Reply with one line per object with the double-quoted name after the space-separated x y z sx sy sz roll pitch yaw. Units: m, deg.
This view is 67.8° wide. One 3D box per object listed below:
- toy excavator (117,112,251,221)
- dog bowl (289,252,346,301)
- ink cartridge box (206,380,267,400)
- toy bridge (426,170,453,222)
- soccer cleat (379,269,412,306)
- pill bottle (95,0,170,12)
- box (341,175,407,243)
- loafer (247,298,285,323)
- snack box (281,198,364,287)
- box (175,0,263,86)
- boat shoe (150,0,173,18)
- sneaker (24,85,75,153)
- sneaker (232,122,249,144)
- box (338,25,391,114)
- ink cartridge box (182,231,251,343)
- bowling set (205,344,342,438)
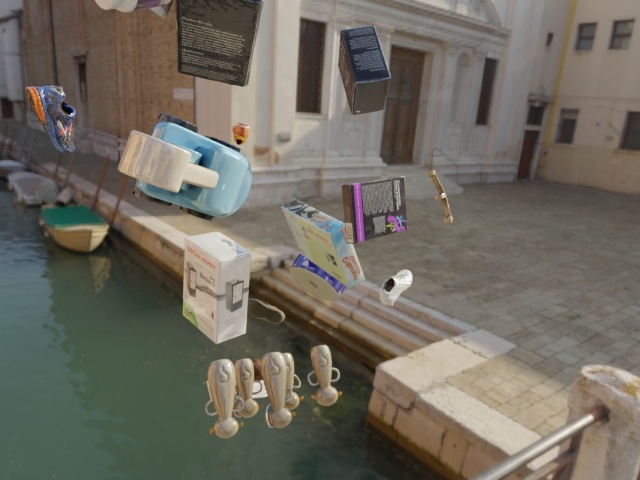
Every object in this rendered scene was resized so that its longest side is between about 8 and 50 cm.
-0.291 -0.161 1.095 0.433 0.222 0.445 19 2 -45 "toy excavator"
-0.005 0.160 2.149 0.265 0.265 0.104 15 60 36 "dog bowl"
-0.207 0.391 1.309 0.180 0.060 0.104 -13 -1 26 "ink cartridge box"
0.411 -0.149 1.624 0.026 0.188 0.063 -20 2 30 "toy bridge"
0.258 0.146 1.617 0.068 0.076 0.196 4 32 36 "soccer cleat"
-0.488 -0.655 1.235 0.108 0.108 0.193 12 36 29 "pill bottle"
0.113 -0.064 0.957 0.162 0.116 0.029 -13 13 -38 "box"
-0.176 0.230 1.526 0.148 0.056 0.050 23 0 26 "loafer"
0.000 0.000 1.414 0.060 0.187 0.322 -30 29 -17 "snack box"
-0.366 -0.938 1.796 0.298 0.479 0.472 8 -20 -15 "box"
-0.650 -0.905 1.665 0.302 0.094 0.109 34 8 -12 "boat shoe"
-0.666 -0.304 1.219 0.087 0.221 0.083 -25 69 -22 "sneaker"
-0.283 -0.364 1.652 0.064 0.067 0.175 18 3 -9 "sneaker"
0.128 -0.514 1.445 0.108 0.207 0.153 -11 -20 -5 "box"
-0.314 0.135 1.427 0.115 0.272 0.198 -14 29 -42 "ink cartridge box"
-0.109 0.334 1.062 0.287 0.154 0.200 -5 -17 -13 "bowling set"
